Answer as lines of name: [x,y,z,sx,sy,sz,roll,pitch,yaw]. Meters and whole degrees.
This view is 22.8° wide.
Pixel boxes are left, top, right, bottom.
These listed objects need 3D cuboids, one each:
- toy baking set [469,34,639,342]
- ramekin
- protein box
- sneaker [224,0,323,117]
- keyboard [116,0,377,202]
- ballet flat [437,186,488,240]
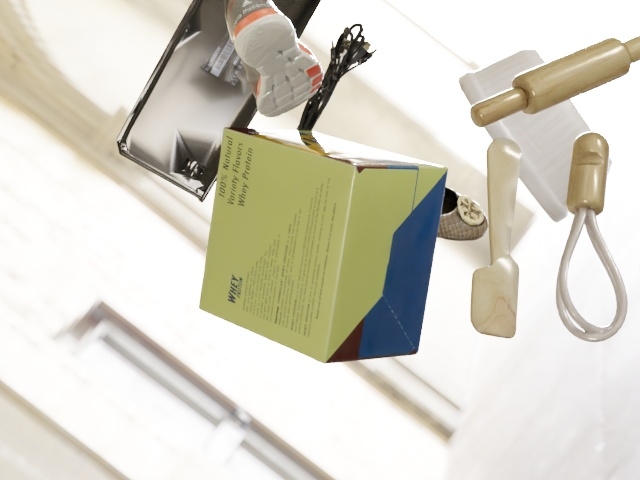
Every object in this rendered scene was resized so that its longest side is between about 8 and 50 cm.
toy baking set: [0.193,-0.039,1.067,0.256,0.197,0.030,-19,-17,-18]
ramekin: [0.335,-0.172,2.420,0.127,0.273,0.273,-35,4,10]
protein box: [0.000,0.000,1.626,0.136,0.201,0.200,-1,-76,-43]
sneaker: [-0.041,-0.156,1.266,0.061,0.065,0.158,-27,-24,-5]
keyboard: [-0.068,-0.187,1.748,0.317,0.201,0.033,-59,2,9]
ballet flat: [0.114,-0.068,2.111,0.084,0.250,0.058,-77,12,-53]
